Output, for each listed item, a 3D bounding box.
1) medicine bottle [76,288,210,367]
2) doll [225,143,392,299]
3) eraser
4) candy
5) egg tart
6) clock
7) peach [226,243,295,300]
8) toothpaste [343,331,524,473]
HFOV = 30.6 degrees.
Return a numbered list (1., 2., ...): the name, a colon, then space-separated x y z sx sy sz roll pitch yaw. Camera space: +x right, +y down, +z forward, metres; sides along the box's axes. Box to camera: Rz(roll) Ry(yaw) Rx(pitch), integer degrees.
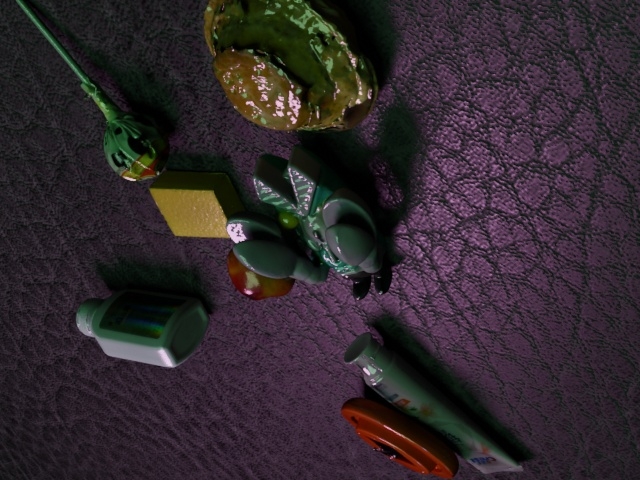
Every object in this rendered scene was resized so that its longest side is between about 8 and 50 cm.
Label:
1. medicine bottle: -0.305 0.140 1.949 0.229 0.121 0.083 5 136 35
2. doll: 0.013 -0.010 1.518 0.258 0.153 0.195 27 134 -20
3. eraser: -0.174 -0.051 1.694 0.122 0.045 0.097 5 134 34
4. candy: -0.321 -0.210 1.609 0.305 0.091 0.083 50 144 -10
5. egg tart: -0.047 -0.202 1.378 0.241 0.106 0.241 23 147 16
6. clock: 0.122 0.312 1.826 0.205 0.051 0.205 29 164 9
7. peach: -0.084 0.036 1.687 0.101 0.100 0.100 21 142 18
8. toothpaste: 0.170 0.258 1.771 0.323 0.066 0.100 41 149 -17
